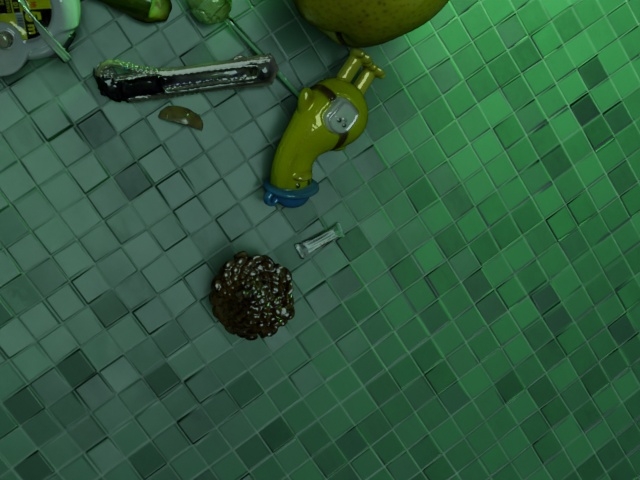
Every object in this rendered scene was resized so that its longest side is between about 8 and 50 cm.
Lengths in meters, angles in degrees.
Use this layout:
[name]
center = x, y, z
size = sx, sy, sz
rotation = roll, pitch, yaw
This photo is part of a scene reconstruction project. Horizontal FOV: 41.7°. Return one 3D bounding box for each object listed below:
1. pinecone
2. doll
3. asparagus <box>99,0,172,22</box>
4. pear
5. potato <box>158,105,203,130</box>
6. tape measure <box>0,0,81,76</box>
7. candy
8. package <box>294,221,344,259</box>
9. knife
[pinecone]
center = -0.136, 0.114, 1.703
size = 0.179, 0.195, 0.150
rotation = 41, 49, 6
[doll]
center = -0.009, -0.224, 1.711
size = 0.363, 0.145, 0.199
rotation = -56, 138, 0
[asparagus]
center = -0.448, -0.505, 1.606
size = 0.343, 0.085, 0.082
rotation = 20, 115, -18
[pear]
center = 0.108, -0.573, 1.596
size = 0.362, 0.362, 0.418
rotation = 30, 91, -15
[potato]
center = -0.278, -0.251, 1.697
size = 0.093, 0.036, 0.037
rotation = 15, 95, -15
[tape measure]
center = -0.541, -0.424, 1.541
size = 0.197, 0.120, 0.236
rotation = -4, 115, -3
[candy]
center = -0.140, -0.399, 1.701
size = 0.093, 0.092, 0.335
rotation = -30, 117, 34
[package]
center = 0.000, 0.000, 1.806
size = 0.110, 0.015, 0.037
rotation = -28, 103, -8
[knife]
center = -0.263, -0.324, 1.663
size = 0.365, 0.043, 0.089
rotation = -6, 127, -8
